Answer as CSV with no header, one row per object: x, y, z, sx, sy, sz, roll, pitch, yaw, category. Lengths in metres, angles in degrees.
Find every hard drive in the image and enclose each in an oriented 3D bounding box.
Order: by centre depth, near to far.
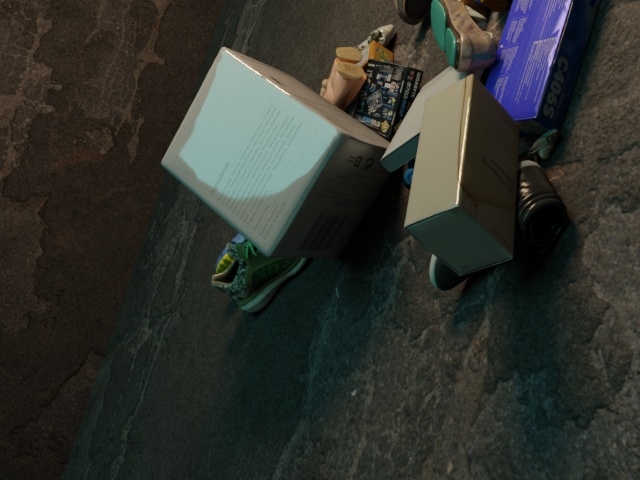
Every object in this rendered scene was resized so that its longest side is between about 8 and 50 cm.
0.253,-0.291,1.445,0.203,0.040,0.307,-32,20,45,hard drive

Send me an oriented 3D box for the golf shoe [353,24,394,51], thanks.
0.152,-0.551,1.904,0.086,0.069,0.176,-45,11,-29,golf shoe

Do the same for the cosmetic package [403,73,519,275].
0.251,-0.116,1.155,0.113,0.160,0.309,-24,41,40,cosmetic package

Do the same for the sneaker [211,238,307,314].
-0.165,0.039,1.860,0.410,0.182,0.158,-51,32,26,sneaker

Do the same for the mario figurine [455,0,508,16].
0.349,-0.678,1.508,0.198,0.170,0.320,2,85,20,mario figurine

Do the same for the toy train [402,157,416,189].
0.254,-0.157,1.403,0.184,0.105,0.080,-47,11,35,toy train

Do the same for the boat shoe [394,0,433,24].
0.308,-0.708,1.673,0.355,0.132,0.130,-62,30,11,boat shoe

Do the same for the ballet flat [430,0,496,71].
0.310,-0.443,1.443,0.316,0.106,0.107,-92,0,-51,ballet flat

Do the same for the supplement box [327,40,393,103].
0.101,-0.458,1.886,0.233,0.078,0.080,-27,46,48,supplement box

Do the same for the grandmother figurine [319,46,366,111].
0.025,-0.351,1.843,0.342,0.104,0.207,118,166,-49,grandmother figurine

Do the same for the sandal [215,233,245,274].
-0.204,-0.003,2.034,0.317,0.126,0.138,-46,31,17,sandal

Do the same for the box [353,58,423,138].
0.165,-0.360,1.699,0.220,0.051,0.175,40,119,61,box

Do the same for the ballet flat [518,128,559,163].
0.402,-0.162,1.248,0.114,0.041,0.041,-37,41,41,ballet flat

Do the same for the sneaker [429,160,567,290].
0.313,0.002,1.199,0.295,0.105,0.147,-51,28,18,sneaker

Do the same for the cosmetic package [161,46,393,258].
-0.091,-0.196,1.609,0.394,0.329,0.327,39,107,24,cosmetic package

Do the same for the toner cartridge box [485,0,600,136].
0.428,-0.375,1.307,0.165,0.075,0.347,9,78,58,toner cartridge box
